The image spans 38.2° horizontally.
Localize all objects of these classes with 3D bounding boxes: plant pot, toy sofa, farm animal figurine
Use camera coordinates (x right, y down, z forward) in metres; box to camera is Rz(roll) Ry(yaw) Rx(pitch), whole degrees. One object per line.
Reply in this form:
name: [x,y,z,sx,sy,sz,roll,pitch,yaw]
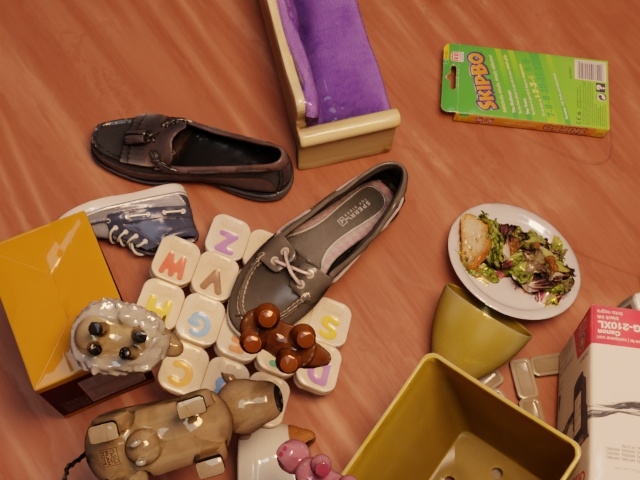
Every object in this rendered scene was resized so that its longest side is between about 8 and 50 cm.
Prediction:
plant pot: [0.173,0.298,1.111,0.212,0.187,0.212,31,79,29]
toy sofa: [-0.001,-0.303,1.361,0.150,0.177,0.363,-12,70,-8]
plant pot: [0.202,0.132,1.245,0.134,0.134,0.095,32,99,9]
farm animal figurine: [-0.118,0.232,1.047,0.326,0.172,0.331,2,89,-5]

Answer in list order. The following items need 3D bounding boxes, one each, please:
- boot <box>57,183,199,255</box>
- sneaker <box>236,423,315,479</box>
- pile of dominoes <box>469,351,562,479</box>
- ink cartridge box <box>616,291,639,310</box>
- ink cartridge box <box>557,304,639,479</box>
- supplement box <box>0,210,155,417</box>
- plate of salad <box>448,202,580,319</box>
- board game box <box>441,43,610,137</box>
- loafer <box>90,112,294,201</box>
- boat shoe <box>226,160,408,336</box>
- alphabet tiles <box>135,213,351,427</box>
boot: [-0.268,-0.015,1.290,0.189,0.069,0.086,-18,68,-12]
sneaker: [-0.042,0.367,1.140,0.123,0.106,0.290,-1,68,-1]
pile of dominoes: [0.298,0.279,1.245,0.195,0.040,0.251,-6,61,-5]
ink cartridge box: [0.570,0.184,1.275,0.238,0.060,0.275,-10,70,-16]
ink cartridge box: [0.362,0.226,1.155,0.100,0.172,0.237,8,62,4]
supplement box: [-0.313,0.099,1.177,0.129,0.194,0.191,-22,72,-12]
plate of salad: [0.277,0.021,1.301,0.199,0.048,0.200,9,51,-11]
board game box: [0.314,-0.233,1.429,0.259,0.039,0.124,7,68,-4]
loafer: [-0.184,-0.134,1.327,0.302,0.095,0.109,11,69,1]
boat shoe: [0.000,0.000,1.251,0.112,0.095,0.335,42,59,10]
alphabet tiles: [-0.099,0.098,1.235,0.284,0.021,0.278,23,56,-9]
